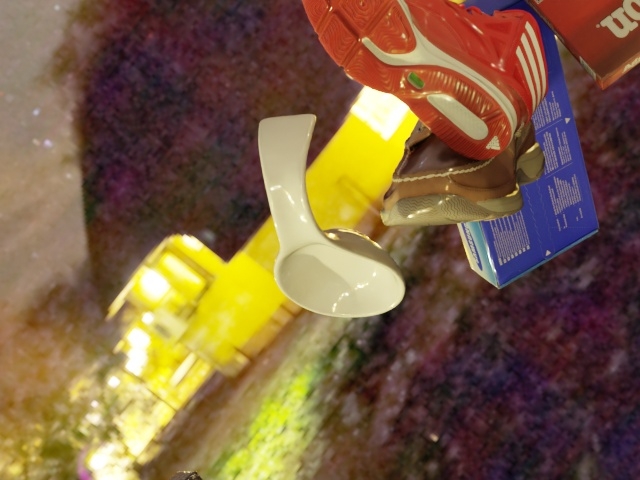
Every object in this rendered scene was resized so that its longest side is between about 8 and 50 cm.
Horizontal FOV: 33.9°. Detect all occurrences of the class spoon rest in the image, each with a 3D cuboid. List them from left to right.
[{"bbox_3d":[0.000,0.000,1.050,0.276,0.137,0.084,65,-152,-46],"label":"spoon rest"}]

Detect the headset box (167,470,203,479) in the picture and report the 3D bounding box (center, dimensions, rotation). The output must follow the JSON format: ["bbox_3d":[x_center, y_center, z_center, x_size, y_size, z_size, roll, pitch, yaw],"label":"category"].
[{"bbox_3d":[-0.127,0.219,0.822,0.083,0.032,0.062,-41,4,-25],"label":"headset box"}]

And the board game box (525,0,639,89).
[{"bbox_3d":[0.335,-0.282,0.986,0.281,0.145,0.027,-37,-20,6],"label":"board game box"}]

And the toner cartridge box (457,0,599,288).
[{"bbox_3d":[0.227,-0.126,1.297,0.165,0.347,0.075,-28,31,-11],"label":"toner cartridge box"}]

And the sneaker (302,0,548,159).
[{"bbox_3d":[0.089,-0.169,0.848,0.128,0.221,0.087,-40,-4,-43],"label":"sneaker"}]

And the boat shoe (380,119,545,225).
[{"bbox_3d":[0.124,-0.087,0.936,0.123,0.116,0.324,-5,12,18],"label":"boat shoe"}]
